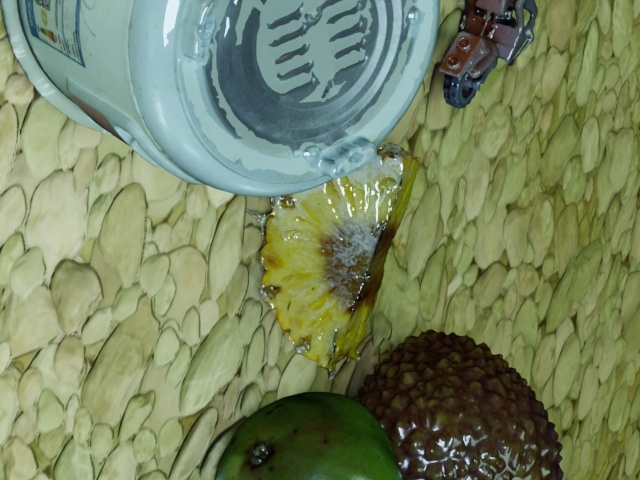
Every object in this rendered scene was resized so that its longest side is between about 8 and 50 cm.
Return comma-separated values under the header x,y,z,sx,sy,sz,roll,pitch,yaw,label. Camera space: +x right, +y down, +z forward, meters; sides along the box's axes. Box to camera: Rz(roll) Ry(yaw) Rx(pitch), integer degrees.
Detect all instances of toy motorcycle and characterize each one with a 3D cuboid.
x,y,z,sx,sy,sz,roll,pitch,yaw,label
0.183,-0.247,2.017,0.212,0.084,0.118,-59,157,-20,toy motorcycle

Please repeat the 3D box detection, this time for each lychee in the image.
x,y,z,sx,sy,sz,roll,pitch,yaw,label
0.133,0.213,1.984,0.271,0.271,0.271,-36,133,-52,lychee

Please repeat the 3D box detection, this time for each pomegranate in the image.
x,y,z,sx,sy,sz,roll,pitch,yaw,label
0.008,0.248,1.779,0.225,0.187,0.187,34,71,-39,pomegranate

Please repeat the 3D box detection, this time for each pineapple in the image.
x,y,z,sx,sy,sz,roll,pitch,yaw,label
0.000,0.000,1.740,0.079,0.135,0.233,-23,132,-68,pineapple

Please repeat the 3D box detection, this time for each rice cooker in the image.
x,y,z,sx,sy,sz,roll,pitch,yaw,label
-0.077,-0.178,1.337,0.264,0.316,0.316,-56,151,-1,rice cooker
